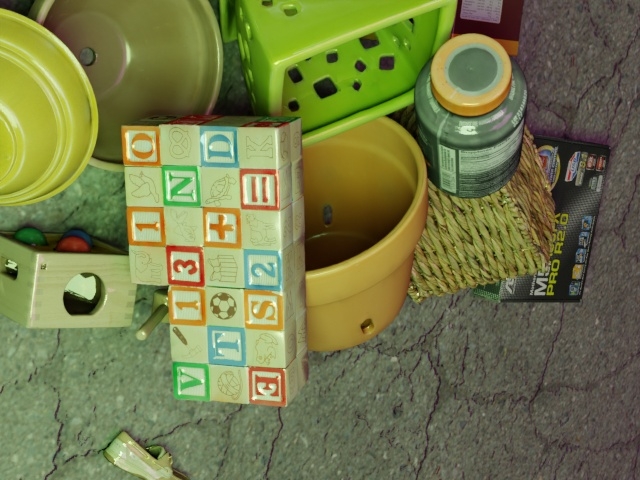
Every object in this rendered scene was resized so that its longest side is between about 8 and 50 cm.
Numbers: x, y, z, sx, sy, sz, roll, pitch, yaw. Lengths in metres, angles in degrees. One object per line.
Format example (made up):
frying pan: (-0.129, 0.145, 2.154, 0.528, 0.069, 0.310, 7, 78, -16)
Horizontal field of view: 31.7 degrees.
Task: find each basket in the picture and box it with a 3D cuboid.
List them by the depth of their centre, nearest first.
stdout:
basket: (0.187, -0.093, 1.632, 0.299, 0.223, 0.213, 56, 33, -32)

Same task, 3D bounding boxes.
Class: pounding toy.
pounding toy: (-0.241, 0.043, 1.250, 0.206, 0.181, 0.094, 2, 100, -41)

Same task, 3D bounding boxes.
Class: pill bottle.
pill bottle: (0.175, -0.148, 1.315, 0.130, 0.130, 0.246, -59, 165, -12)

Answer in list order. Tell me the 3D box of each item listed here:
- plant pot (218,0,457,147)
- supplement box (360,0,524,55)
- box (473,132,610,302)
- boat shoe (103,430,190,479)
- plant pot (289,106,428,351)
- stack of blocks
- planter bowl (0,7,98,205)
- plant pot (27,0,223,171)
plant pot: (0.001, -0.262, 1.303, 0.227, 0.207, 0.228, -23, 160, -12)
supplement box: (0.158, -0.351, 1.479, 0.129, 0.191, 0.194, -2, 104, -40)
box: (0.361, -0.034, 1.826, 0.216, 0.060, 0.270, 3, 99, -41)
boat shoe: (-0.211, 0.282, 1.428, 0.135, 0.050, 0.045, 36, 83, -40)
plant pot: (0.000, 0.000, 1.400, 0.291, 0.291, 0.203, -43, 142, -24)
stack of blocks: (-0.108, 0.019, 1.201, 0.087, 0.171, 0.297, -41, 131, -69)
planter bowl: (-0.336, -0.112, 1.106, 0.217, 0.090, 0.217, 2, 119, 3)
plant pot: (-0.233, -0.200, 1.240, 0.237, 0.109, 0.237, -13, 111, -38)
